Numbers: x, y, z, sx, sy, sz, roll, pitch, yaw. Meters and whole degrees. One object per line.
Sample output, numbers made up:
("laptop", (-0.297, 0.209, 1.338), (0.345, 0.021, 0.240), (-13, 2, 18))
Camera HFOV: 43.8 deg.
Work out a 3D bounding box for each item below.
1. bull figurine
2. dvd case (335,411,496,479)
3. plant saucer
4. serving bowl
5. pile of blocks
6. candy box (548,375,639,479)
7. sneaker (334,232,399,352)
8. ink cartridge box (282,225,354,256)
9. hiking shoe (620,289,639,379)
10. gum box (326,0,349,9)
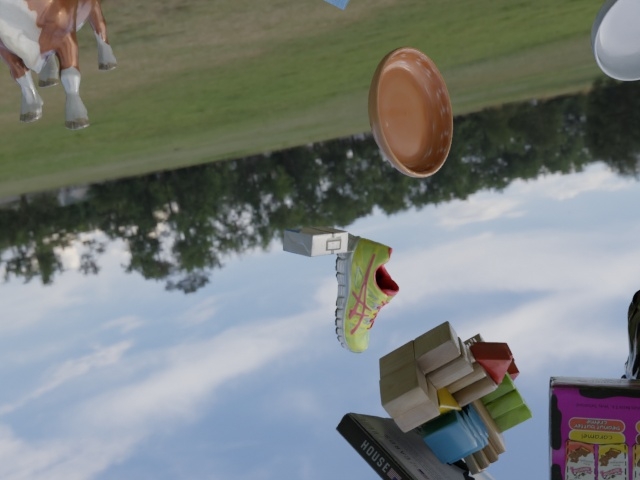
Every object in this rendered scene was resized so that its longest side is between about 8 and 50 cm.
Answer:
("bull figurine", (-0.273, -0.221, 0.774), (0.101, 0.189, 0.310), (-3, -150, 2))
("dvd case", (0.137, 0.264, 0.876), (0.179, 0.030, 0.238), (41, -171, 35))
("plant saucer", (0.135, -0.195, 1.225), (0.037, 0.200, 0.200), (-4, -169, 43))
("serving bowl", (0.239, -0.163, 0.596), (0.083, 0.083, 0.027), (-12, -137, -4))
("pile of blocks", (0.179, 0.171, 0.886), (0.112, 0.149, 0.362), (-32, 161, 15))
("candy box", (0.244, 0.219, 0.566), (0.159, 0.234, 0.071), (0, 177, 16))
("sneaker", (0.074, 0.090, 1.228), (0.094, 0.209, 0.081), (5, -148, 12))
("ink cartridge box", (0.000, 0.000, 0.977), (0.048, 0.028, 0.083), (13, -168, 41))
("hiking shoe", (0.349, 0.056, 0.787), (0.086, 0.227, 0.114), (15, -169, -14))
("gum box", (-0.036, -0.345, 0.854), (0.184, 0.041, 0.157), (27, 160, 0))
